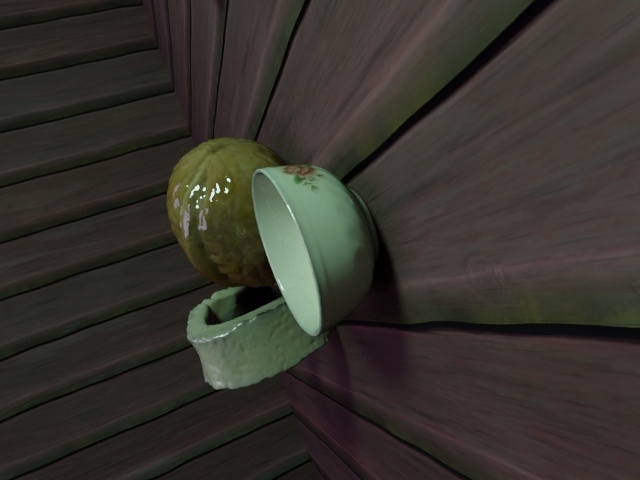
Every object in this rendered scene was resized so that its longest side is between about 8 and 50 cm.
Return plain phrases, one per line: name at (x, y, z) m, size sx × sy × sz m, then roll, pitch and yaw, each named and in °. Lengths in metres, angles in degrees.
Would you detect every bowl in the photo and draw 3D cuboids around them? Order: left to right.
bowl at (0.000, 0.000, 0.768) m, size 0.277 × 0.145 × 0.277 m, roll 56°, pitch 159°, yaw 34°

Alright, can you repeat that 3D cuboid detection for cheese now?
cheese at (-0.148, 0.197, 1.119) m, size 0.292 × 0.332 × 0.153 m, roll 6°, pitch 115°, yaw 57°

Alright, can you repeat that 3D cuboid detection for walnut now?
walnut at (-0.171, -0.050, 1.016) m, size 0.333 × 0.332 × 0.333 m, roll 57°, pitch 158°, yaw 37°
